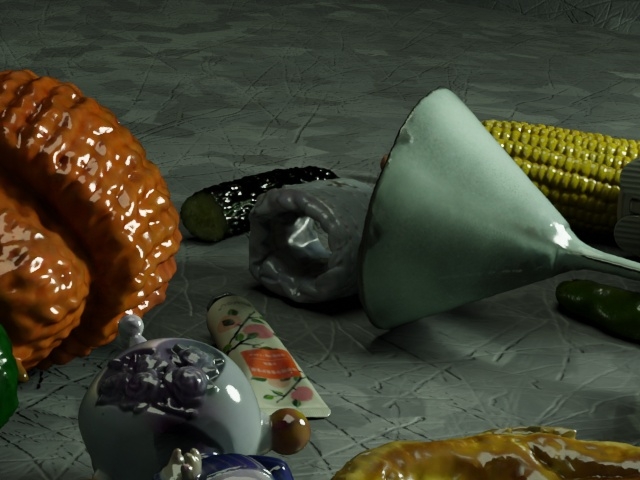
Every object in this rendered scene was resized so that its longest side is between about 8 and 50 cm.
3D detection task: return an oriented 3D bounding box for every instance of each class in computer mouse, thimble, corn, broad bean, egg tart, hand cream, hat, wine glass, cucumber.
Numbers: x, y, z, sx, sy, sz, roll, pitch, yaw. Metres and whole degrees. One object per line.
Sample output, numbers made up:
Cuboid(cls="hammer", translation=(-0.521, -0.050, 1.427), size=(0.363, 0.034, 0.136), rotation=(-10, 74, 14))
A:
Cuboid(cls="computer mouse", translation=(0.482, -0.036, 2.097), size=(0.237, 0.145, 0.082), rotation=(6, 9, 0))
Cuboid(cls="thimble", translation=(0.002, -0.001, 1.884), size=(0.151, 0.127, 0.118), rotation=(11, 15, 41))
Cuboid(cls="corn", translation=(0.338, -0.078, 2.217), size=(0.387, 0.143, 0.144), rotation=(6, 16, 8))
Cuboid(cls="broad bean", translation=(0.318, 0.073, 1.864), size=(0.061, 0.046, 0.195), rotation=(-8, 18, -28))
Cuboid(cls="egg tart", translation=(0.148, 0.236, 1.118), size=(0.341, 0.129, 0.341), rotation=(5, 18, -2))
Cuboid(cls="hand cream", translation=(-0.063, 0.113, 1.638), size=(0.080, 0.050, 0.234), rotation=(2, 22, -22))
Cuboid(cls="hat", translation=(-0.319, 0.043, 1.526), size=(0.285, 0.285, 0.400), rotation=(11, 37, 21))
Cuboid(cls="wine glass", translation=(0.271, 0.021, 1.712), size=(0.406, 0.267, 0.267), rotation=(17, 20, 22))
Cuboid(cls="cucumber", translation=(-0.059, -0.054, 2.156), size=(0.072, 0.072, 0.300), rotation=(15, 19, 33))

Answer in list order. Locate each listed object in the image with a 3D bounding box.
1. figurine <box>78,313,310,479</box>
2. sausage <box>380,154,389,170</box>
Cuboid(cls="figurine", translation=(-0.103, 0.172, 1.288), size=(0.194, 0.133, 0.274), rotation=(-7, 30, 1))
Cuboid(cls="sausage", translation=(0.170, -0.085, 2.371), size=(0.186, 0.043, 0.043), rotation=(13, 18, 26))
